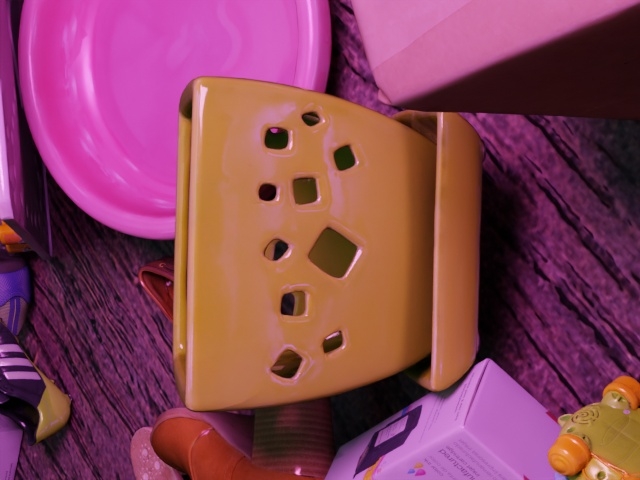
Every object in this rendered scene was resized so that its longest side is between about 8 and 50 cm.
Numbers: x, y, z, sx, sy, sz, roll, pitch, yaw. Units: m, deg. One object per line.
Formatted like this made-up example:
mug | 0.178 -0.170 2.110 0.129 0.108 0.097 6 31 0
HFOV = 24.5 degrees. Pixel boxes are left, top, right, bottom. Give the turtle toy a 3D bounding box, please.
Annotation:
turtle toy | 0.209 0.157 0.974 0.130 0.095 0.066 35 140 23

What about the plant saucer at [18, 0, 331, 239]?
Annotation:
plant saucer | -0.119 -0.166 1.288 0.332 0.084 0.332 0 91 34

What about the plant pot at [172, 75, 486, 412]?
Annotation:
plant pot | 0.000 0.000 1.075 0.227 0.207 0.228 -160 71 -82

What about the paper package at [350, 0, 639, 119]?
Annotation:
paper package | 0.225 -0.184 0.775 0.325 0.309 0.168 -20 77 47

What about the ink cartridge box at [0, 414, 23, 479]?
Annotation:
ink cartridge box | -0.444 0.245 1.629 0.128 0.176 0.127 33 114 43

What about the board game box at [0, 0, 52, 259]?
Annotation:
board game box | -0.311 -0.189 1.402 0.390 0.050 0.390 129 134 -82

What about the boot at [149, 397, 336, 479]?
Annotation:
boot | -0.072 0.242 1.217 0.295 0.104 0.211 -28 56 58

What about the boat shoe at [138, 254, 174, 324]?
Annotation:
boat shoe | -0.105 0.074 1.335 0.178 0.060 0.064 43 121 38

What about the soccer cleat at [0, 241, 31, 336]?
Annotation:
soccer cleat | -0.422 0.043 1.666 0.289 0.093 0.121 14 108 48

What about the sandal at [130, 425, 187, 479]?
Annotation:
sandal | -0.139 0.279 1.364 0.088 0.079 0.240 -54 54 34

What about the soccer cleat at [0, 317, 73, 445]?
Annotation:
soccer cleat | -0.336 0.136 1.537 0.179 0.072 0.060 44 130 3

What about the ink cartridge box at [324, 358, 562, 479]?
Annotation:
ink cartridge box | 0.098 0.180 1.058 0.127 0.072 0.175 41 133 -12
